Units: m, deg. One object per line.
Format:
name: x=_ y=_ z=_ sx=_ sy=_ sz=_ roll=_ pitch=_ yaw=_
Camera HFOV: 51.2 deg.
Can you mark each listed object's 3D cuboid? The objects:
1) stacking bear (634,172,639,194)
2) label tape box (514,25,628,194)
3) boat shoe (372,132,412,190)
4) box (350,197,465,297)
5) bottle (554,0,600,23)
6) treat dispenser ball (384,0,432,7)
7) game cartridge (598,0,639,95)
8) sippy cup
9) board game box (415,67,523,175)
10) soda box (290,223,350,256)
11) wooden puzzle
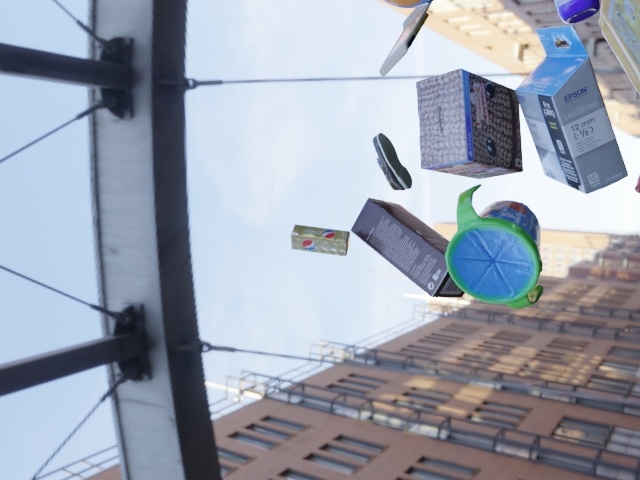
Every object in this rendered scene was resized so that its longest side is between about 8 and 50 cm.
stacking bear: x=1.088 y=-0.150 z=1.976 sx=0.164 sy=0.289 sz=0.175 roll=55 pitch=-127 yaw=-65
label tape box: x=0.544 y=-0.299 z=1.517 sx=0.348 sy=0.115 sz=0.249 roll=63 pitch=-175 yaw=-15
boat shoe: x=0.227 y=-0.257 z=2.240 sx=0.228 sy=0.068 sz=0.081 roll=56 pitch=-137 yaw=-26
box: x=0.299 y=0.021 z=2.125 sx=0.191 sy=0.381 sz=0.143 roll=6 pitch=-64 yaw=-50
bottle: x=0.579 y=-0.666 z=1.599 sx=0.118 sy=0.092 sz=0.283 roll=-16 pitch=-94 yaw=-58
treat dispenser ball: x=0.265 y=-0.840 z=1.982 sx=0.288 sy=0.288 sz=0.288 roll=-14 pitch=-74 yaw=-58
game cartridge: x=0.817 y=-0.552 z=1.731 sx=0.324 sy=0.052 sz=0.285 roll=54 pitch=-164 yaw=-67
sippy cup: x=0.467 y=0.010 z=1.729 sx=0.224 sy=0.240 sz=0.305 roll=-45 pitch=-39 yaw=-51
board game box: x=0.398 y=-0.297 z=1.766 sx=0.291 sy=0.141 sz=0.232 roll=2 pitch=-96 yaw=-46
soda box: x=0.000 y=0.000 z=2.102 sx=0.058 sy=0.181 sz=0.061 roll=-71 pitch=-15 yaw=-47
wooden puzzle: x=0.299 y=-0.700 z=2.307 sx=0.044 sy=0.221 sz=0.239 roll=29 pitch=-108 yaw=-11
